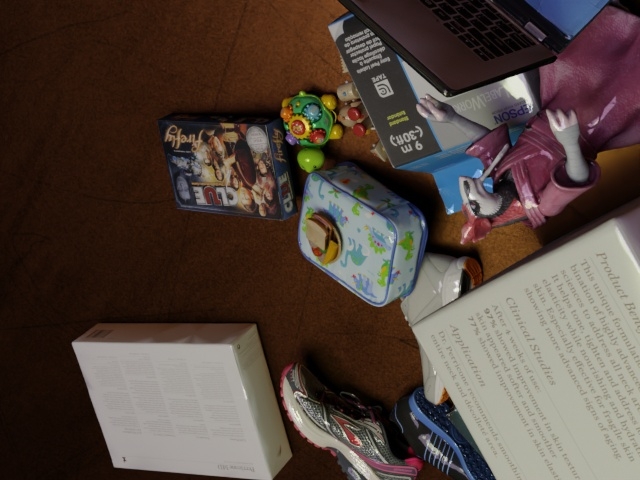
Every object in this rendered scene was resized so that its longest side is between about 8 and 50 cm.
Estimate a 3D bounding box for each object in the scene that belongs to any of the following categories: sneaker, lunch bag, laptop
[{"bbox_3d":[0.051,0.316,1.996,0.299,0.121,0.112,44,113,-5],"label":"sneaker"},{"bbox_3d":[0.062,-0.008,1.800,0.219,0.090,0.176,34,130,37],"label":"lunch bag"},{"bbox_3d":[0.183,0.135,1.847,0.121,0.099,0.262,17,114,30],"label":"sneaker"},{"bbox_3d":[0.171,-0.406,1.340,0.382,0.408,0.236,44,127,17],"label":"laptop"},{"bbox_3d":[0.214,0.352,1.942,0.232,0.081,0.090,50,135,3],"label":"sneaker"}]

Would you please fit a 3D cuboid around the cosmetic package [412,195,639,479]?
[{"bbox_3d":[0.407,0.133,1.484,0.393,0.327,0.329,-33,83,51],"label":"cosmetic package"}]

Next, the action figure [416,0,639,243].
[{"bbox_3d":[0.310,-0.130,1.489,0.370,0.248,0.275,-50,128,2],"label":"action figure"}]

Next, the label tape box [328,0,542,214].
[{"bbox_3d":[0.200,-0.209,1.644,0.249,0.115,0.348,-18,102,34],"label":"label tape box"}]

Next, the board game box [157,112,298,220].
[{"bbox_3d":[-0.156,-0.125,1.904,0.243,0.042,0.165,6,117,37],"label":"board game box"}]

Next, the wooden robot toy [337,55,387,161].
[{"bbox_3d":[0.050,-0.200,1.763,0.079,0.076,0.173,-6,110,43],"label":"wooden robot toy"}]

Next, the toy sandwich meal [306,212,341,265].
[{"bbox_3d":[0.000,0.000,1.784,0.085,0.029,0.085,27,128,40],"label":"toy sandwich meal"}]

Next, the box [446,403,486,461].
[{"bbox_3d":[0.340,0.327,1.874,0.233,0.044,0.159,49,127,0],"label":"box"}]

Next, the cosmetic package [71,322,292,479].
[{"bbox_3d":[-0.262,0.299,2.166,0.377,0.097,0.284,-2,111,30],"label":"cosmetic package"}]

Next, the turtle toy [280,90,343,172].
[{"bbox_3d":[-0.019,-0.173,1.812,0.095,0.066,0.130,-1,113,30],"label":"turtle toy"}]
